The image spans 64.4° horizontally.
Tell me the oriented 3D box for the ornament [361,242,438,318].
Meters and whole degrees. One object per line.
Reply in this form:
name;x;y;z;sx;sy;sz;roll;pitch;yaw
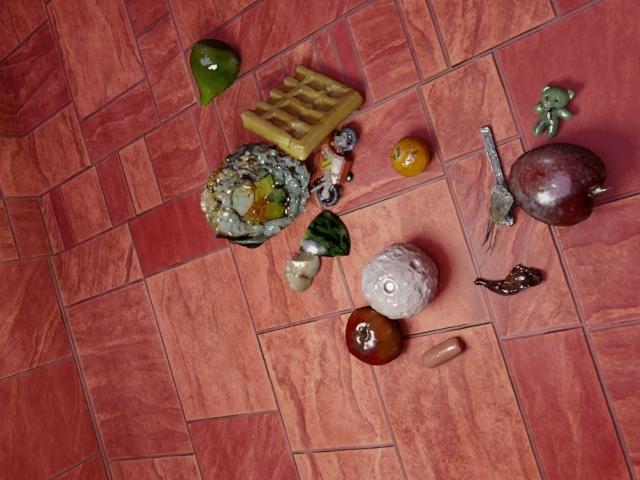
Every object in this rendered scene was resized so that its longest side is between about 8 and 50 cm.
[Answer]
ornament;0.265;0.139;1.675;0.225;0.259;0.259;50;117;17

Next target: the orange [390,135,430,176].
orange;0.301;-0.275;1.678;0.135;0.118;0.135;-167;90;-71

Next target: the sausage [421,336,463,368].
sausage;0.413;0.384;1.730;0.154;0.062;0.062;-38;77;28

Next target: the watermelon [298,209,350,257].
watermelon;0.008;-0.007;1.868;0.137;0.145;0.193;-32;80;34

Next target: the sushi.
sushi;-0.231;-0.160;1.797;0.176;0.417;0.417;49;119;38

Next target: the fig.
fig;-0.434;-0.652;2.032;0.206;0.206;0.275;37;127;21

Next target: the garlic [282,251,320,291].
garlic;-0.072;0.117;1.967;0.124;0.099;0.174;21;112;6

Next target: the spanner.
spanner;0.557;-0.202;1.593;0.093;0.026;0.325;-17;86;32

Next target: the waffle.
waffle;-0.059;-0.456;1.771;0.304;0.077;0.348;32;68;27

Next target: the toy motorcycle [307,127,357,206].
toy motorcycle;0.037;-0.275;1.846;0.171;0.089;0.298;27;110;26

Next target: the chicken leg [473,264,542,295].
chicken leg;0.592;0.133;1.603;0.205;0.053;0.093;-21;63;24

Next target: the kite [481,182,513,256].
kite;0.540;-0.064;1.578;0.016;0.127;0.229;1;121;-9

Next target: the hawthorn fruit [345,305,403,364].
hawthorn fruit;0.183;0.328;1.764;0.215;0.250;0.215;-6;71;18

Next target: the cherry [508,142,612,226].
cherry;0.661;-0.163;1.439;0.300;0.203;0.230;33;120;46

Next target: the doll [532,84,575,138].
doll;0.672;-0.374;1.480;0.115;0.077;0.150;24;120;36
